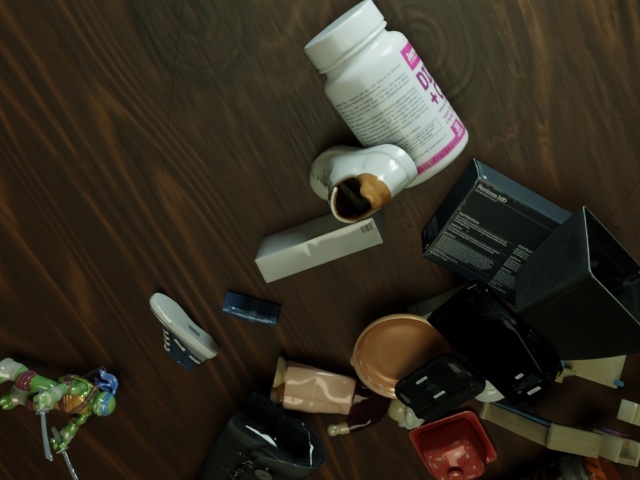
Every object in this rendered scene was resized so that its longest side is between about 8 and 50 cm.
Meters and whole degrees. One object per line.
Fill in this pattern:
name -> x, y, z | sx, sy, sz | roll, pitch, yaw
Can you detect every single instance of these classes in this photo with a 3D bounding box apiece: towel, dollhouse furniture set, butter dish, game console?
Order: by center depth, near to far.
game console -> 0.247, 0.229, 1.253 | 0.213, 0.044, 0.361 | 45, 137, 4
dollhouse furniture set -> 0.512, 0.262, 1.406 | 0.286, 0.198, 0.304 | 18, 86, -27
towel -> -0.142, 0.143, 1.412 | 0.119, 0.067, 0.029 | 16, 115, -2
butter dish -> 0.291, 0.476, 1.502 | 0.160, 0.118, 0.160 | -24, 111, 17

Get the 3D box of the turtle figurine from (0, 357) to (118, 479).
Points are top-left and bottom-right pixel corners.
turtle figurine -> -0.597, 0.377, 1.484 | 0.266, 0.198, 0.275 | 14, 76, 18

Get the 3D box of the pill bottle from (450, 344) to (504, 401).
pill bottle -> 0.302, 0.205, 1.302 | 0.108, 0.108, 0.194 | -14, 114, 12

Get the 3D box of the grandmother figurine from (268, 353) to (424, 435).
grandmother figurine -> 0.068, 0.327, 1.468 | 0.342, 0.104, 0.208 | 13, 124, -4

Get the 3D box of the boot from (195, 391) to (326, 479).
boot -> -0.095, 0.559, 1.527 | 0.366, 0.146, 0.445 | 26, 126, -6

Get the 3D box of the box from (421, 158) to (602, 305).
box -> 0.345, -0.002, 1.271 | 0.261, 0.103, 0.184 | 28, 119, -9

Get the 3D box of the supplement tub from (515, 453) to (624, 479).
supplement tub -> 0.505, 0.594, 1.497 | 0.316, 0.194, 0.193 | -37, 107, 20

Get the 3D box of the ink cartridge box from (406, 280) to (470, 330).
ink cartridge box -> 0.242, 0.172, 1.389 | 0.209, 0.062, 0.109 | -27, 111, 18

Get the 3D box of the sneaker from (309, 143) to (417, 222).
sneaker -> 0.034, -0.091, 1.166 | 0.123, 0.290, 0.106 | -47, 107, -19

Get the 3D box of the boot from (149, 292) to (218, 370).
boot -> -0.309, 0.199, 1.455 | 0.086, 0.069, 0.190 | -36, 109, 17

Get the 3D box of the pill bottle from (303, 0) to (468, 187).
pill bottle -> 0.107, -0.241, 1.146 | 0.160, 0.160, 0.283 | -32, 109, 19

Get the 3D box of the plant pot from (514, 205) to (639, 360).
plant pot -> 0.434, 0.094, 1.162 | 0.187, 0.188, 0.167 | 42, 126, -16

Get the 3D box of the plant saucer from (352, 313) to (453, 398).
plant saucer -> 0.164, 0.227, 1.369 | 0.199, 0.037, 0.200 | 3, 117, 6

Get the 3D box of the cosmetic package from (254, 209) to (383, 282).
cosmetic package -> 0.000, 0.000, 1.311 | 0.238, 0.099, 0.060 | -20, 115, 15
